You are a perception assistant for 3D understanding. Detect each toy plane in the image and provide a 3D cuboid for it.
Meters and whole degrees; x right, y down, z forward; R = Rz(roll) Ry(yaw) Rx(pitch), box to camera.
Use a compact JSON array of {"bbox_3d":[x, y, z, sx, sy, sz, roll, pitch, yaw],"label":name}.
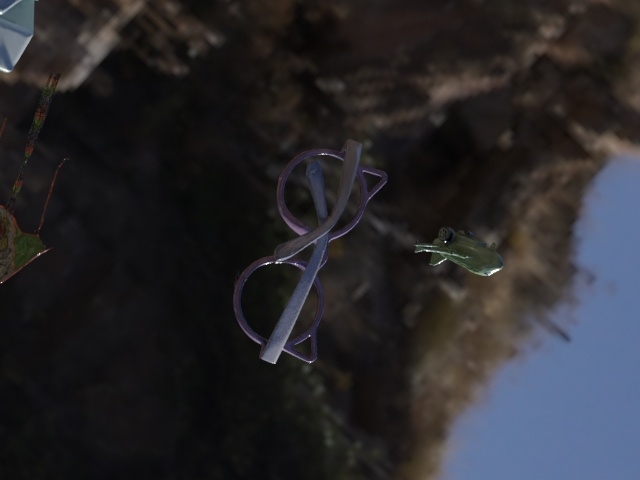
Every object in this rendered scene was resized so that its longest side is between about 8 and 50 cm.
[{"bbox_3d":[0.116,0.008,1.546,0.083,0.080,0.033,12,-89,47],"label":"toy plane"}]

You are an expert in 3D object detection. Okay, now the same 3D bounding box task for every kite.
[{"bbox_3d":[-0.294,-0.047,1.855,0.198,0.006,0.244,31,-79,51],"label":"kite"}]

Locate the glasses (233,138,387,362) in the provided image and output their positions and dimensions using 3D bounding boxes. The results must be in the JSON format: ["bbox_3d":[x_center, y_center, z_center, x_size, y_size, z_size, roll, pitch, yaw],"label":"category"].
[{"bbox_3d":[0.000,0.000,1.086,0.104,0.062,0.140,153,-40,-77],"label":"glasses"}]

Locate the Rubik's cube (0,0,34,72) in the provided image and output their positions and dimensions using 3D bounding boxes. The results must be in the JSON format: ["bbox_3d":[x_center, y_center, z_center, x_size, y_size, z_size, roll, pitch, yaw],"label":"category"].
[{"bbox_3d":[-0.337,-0.265,1.719,0.224,0.265,0.213,-15,-113,29],"label":"Rubik's cube"}]
